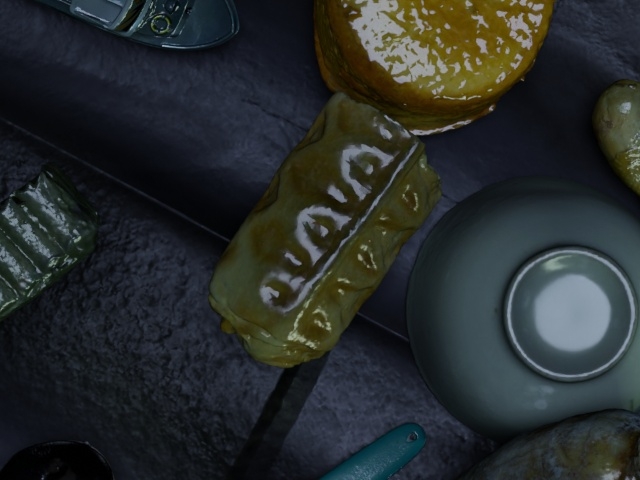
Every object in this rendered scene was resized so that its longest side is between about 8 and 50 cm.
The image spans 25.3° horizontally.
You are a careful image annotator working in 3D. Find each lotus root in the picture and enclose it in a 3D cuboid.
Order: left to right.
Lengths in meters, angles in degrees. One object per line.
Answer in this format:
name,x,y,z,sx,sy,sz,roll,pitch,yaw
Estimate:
lotus root,0.213,0.269,1.369,0.349,0.175,0.175,-33,90,34

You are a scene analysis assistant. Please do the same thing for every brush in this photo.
brush,0.026,0.248,1.455,0.193,0.032,0.043,-33,85,-17

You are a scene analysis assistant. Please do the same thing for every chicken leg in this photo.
chicken leg,0.341,-0.084,1.476,0.093,0.070,0.178,-23,96,-11

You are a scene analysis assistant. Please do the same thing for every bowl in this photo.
bowl,0.236,0.073,1.417,0.289,0.146,0.289,0,88,-4

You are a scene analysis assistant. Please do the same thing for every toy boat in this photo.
toy boat,-0.217,-0.269,1.416,0.296,0.122,0.114,24,111,-5

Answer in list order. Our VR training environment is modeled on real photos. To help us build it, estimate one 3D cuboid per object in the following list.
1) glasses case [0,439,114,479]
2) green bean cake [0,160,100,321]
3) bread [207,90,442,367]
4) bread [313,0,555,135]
glasses case,-0.241,0.353,1.404,0.122,0.075,0.314,-12,88,-3
green bean cake,-0.296,0.012,1.370,0.173,0.181,0.094,-40,99,-5
bread,0.000,0.000,1.414,0.152,0.130,0.267,35,86,-6
bread,0.117,-0.236,1.426,0.268,0.146,0.268,0,90,-7
